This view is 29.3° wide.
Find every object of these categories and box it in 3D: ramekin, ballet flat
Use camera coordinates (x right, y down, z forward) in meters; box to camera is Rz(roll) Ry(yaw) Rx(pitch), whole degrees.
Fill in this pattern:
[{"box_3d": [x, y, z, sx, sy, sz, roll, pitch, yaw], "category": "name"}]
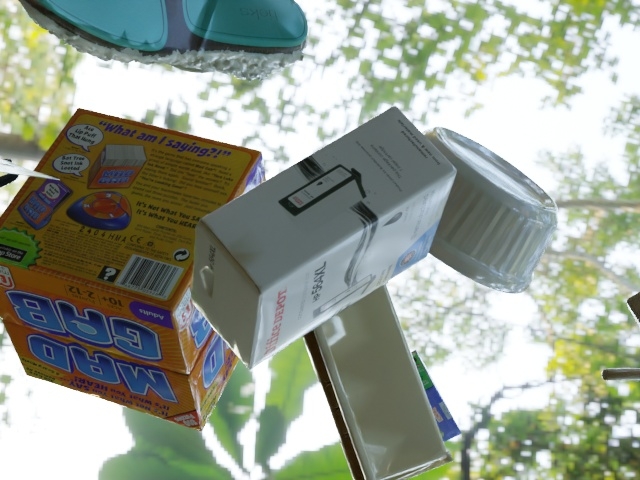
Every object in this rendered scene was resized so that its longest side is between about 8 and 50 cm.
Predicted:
[{"box_3d": [0.215, -0.053, 1.745, 0.127, 0.273, 0.273, -57, -141, 18], "category": "ramekin"}, {"box_3d": [-0.201, -0.257, 1.492, 0.147, 0.409, 0.147, -13, -106, 53], "category": "ballet flat"}]

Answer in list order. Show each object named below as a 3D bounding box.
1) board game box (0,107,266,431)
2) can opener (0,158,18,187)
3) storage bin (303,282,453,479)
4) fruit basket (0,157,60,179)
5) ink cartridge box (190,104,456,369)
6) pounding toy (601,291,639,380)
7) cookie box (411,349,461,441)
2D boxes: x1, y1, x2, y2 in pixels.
[{"box_3d": [-0.312, 0.047, 2.117, 0.356, 0.357, 0.356, 84, 26, -50], "category": "board game box"}, {"box_3d": [-0.559, -0.081, 1.908, 0.073, 0.186, 0.059, -30, -101, 61], "category": "can opener"}, {"box_3d": [0.042, 0.210, 1.662, 0.260, 0.123, 0.262, 129, -57, -67], "category": "storage bin"}, {"box_3d": [-0.545, -0.144, 1.493, 0.353, 0.327, 0.165, 12, -87, 41], "category": "fruit basket"}, {"box_3d": [0.000, 0.000, 1.021, 0.086, 0.203, 0.148, 49, -24, 20], "category": "ink cartridge box"}, {"box_3d": [0.365, 0.115, 1.165, 0.181, 0.206, 0.094, -31, -128, 8], "category": "pounding toy"}, {"box_3d": [0.146, 0.216, 1.690, 0.040, 0.092, 0.107, -29, -156, 1], "category": "cookie box"}]
